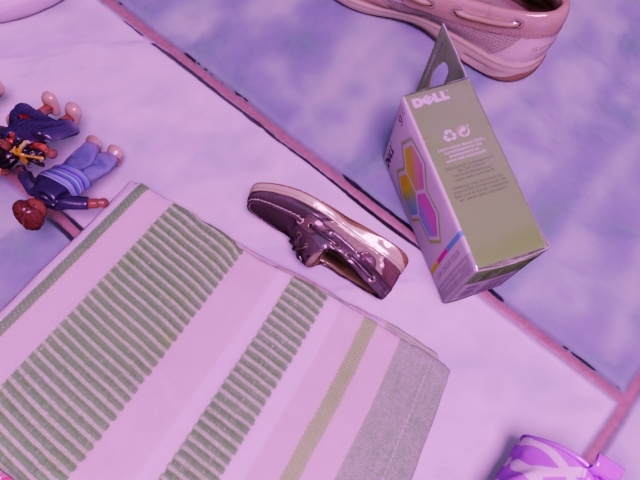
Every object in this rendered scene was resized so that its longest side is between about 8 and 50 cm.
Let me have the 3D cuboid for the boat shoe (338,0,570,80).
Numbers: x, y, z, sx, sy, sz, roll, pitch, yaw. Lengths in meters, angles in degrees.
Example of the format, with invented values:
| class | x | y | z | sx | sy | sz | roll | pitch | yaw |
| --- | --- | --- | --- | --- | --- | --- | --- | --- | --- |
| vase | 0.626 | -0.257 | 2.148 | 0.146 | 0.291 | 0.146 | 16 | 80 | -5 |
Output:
| class | x | y | z | sx | sy | sz | roll | pitch | yaw |
| --- | --- | --- | --- | --- | --- | --- | --- | --- | --- |
| boat shoe | 0.097 | -0.271 | 0.579 | 0.302 | 0.098 | 0.109 | 35 | 74 | 10 |

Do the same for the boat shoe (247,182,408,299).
| class | x | y | z | sx | sy | sz | roll | pitch | yaw |
| --- | --- | --- | --- | --- | --- | --- | --- | --- | --- |
| boat shoe | 0.000 | 0.000 | 0.509 | 0.152 | 0.056 | 0.049 | 26 | 68 | 7 |

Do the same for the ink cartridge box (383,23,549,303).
| class | x | y | z | sx | sy | sz | roll | pitch | yaw |
| --- | --- | --- | --- | --- | --- | --- | --- | --- | --- |
| ink cartridge box | 0.104 | -0.062 | 0.504 | 0.062 | 0.109 | 0.209 | -17 | 73 | -8 |

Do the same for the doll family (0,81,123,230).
| class | x | y | z | sx | sy | sz | roll | pitch | yaw |
| --- | --- | --- | --- | --- | --- | --- | --- | --- | --- |
| doll family | -0.265 | -0.075 | 0.501 | 0.193 | 0.076 | 0.111 | 13 | 37 | 13 |

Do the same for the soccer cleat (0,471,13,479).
| class | x | y | z | sx | sy | sz | roll | pitch | yaw |
| --- | --- | --- | --- | --- | --- | --- | --- | --- | --- |
| soccer cleat | -0.242 | 0.192 | 0.430 | 0.095 | 0.083 | 0.248 | -11 | 69 | -10 |

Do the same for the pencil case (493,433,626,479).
| class | x | y | z | sx | sy | sz | roll | pitch | yaw |
| --- | --- | --- | --- | --- | --- | --- | --- | --- | --- |
| pencil case | 0.135 | 0.241 | 0.415 | 0.086 | 0.088 | 0.206 | 31 | 73 | 6 |

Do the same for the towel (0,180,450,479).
| class | x | y | z | sx | sy | sz | roll | pitch | yaw |
| --- | --- | --- | --- | --- | --- | --- | --- | --- | --- |
| towel | -0.083 | 0.109 | 0.446 | 0.324 | 0.038 | 0.248 | 29 | 54 | 7 |

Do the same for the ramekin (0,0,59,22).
| class | x | y | z | sx | sy | sz | roll | pitch | yaw |
| --- | --- | --- | --- | --- | --- | --- | --- | --- | --- |
| ramekin | -0.351 | -0.363 | 0.584 | 0.272 | 0.127 | 0.273 | 1 | 72 | -2 |
